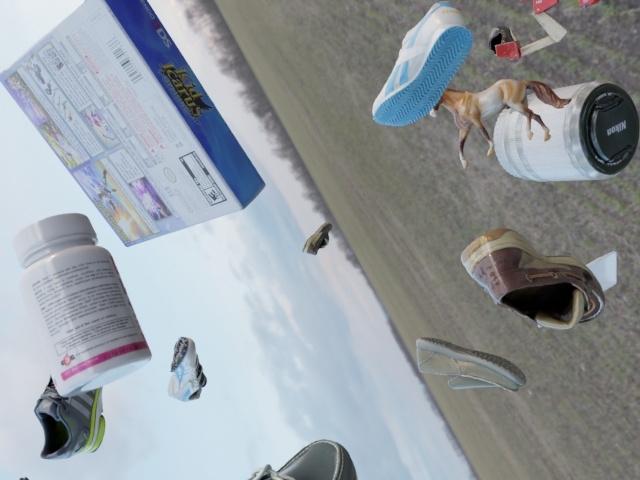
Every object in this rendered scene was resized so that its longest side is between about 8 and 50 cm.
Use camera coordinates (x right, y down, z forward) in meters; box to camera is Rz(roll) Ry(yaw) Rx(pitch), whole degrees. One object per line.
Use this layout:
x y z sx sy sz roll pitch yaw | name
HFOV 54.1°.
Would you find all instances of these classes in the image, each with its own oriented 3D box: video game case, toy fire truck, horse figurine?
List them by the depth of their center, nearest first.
-0.230 -0.133 0.753 0.269 0.244 0.061 58 -137 -20 | video game case
0.424 -0.418 1.169 0.047 0.192 0.135 -33 -62 -59 | toy fire truck
0.352 -0.257 1.251 0.066 0.263 0.174 53 -161 -71 | horse figurine

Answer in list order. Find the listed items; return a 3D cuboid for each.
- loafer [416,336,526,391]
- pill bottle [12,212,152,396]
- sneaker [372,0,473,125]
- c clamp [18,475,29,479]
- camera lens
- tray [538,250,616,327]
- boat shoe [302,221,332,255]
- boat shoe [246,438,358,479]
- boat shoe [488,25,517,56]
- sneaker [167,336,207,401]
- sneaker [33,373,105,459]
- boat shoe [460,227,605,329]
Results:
0.323 0.284 1.370 0.251 0.087 0.094 15 -175 35 | loafer
-0.414 0.106 1.075 0.283 0.160 0.160 65 -177 10 | pill bottle
0.161 -0.281 1.032 0.087 0.229 0.092 12 -131 -28 | sneaker
-0.501 0.407 0.928 0.022 0.160 0.137 48 157 10 | c clamp
0.577 -0.249 1.473 0.274 0.219 0.219 6 128 62 | camera lens
0.722 0.134 1.782 0.030 0.270 0.145 56 172 48 | tray
0.000 0.000 1.768 0.049 0.152 0.056 32 132 10 | boat shoe
-0.045 0.309 0.705 0.319 0.116 0.099 -36 -63 -58 | boat shoe
0.377 -0.420 1.314 0.133 0.042 0.049 -90 15 -53 | boat shoe
-0.289 0.284 1.382 0.237 0.086 0.085 110 166 -51 | sneaker
-0.493 0.290 1.229 0.121 0.111 0.300 -14 -78 -72 | sneaker
0.356 0.090 0.976 0.342 0.123 0.123 25 -148 -40 | boat shoe
